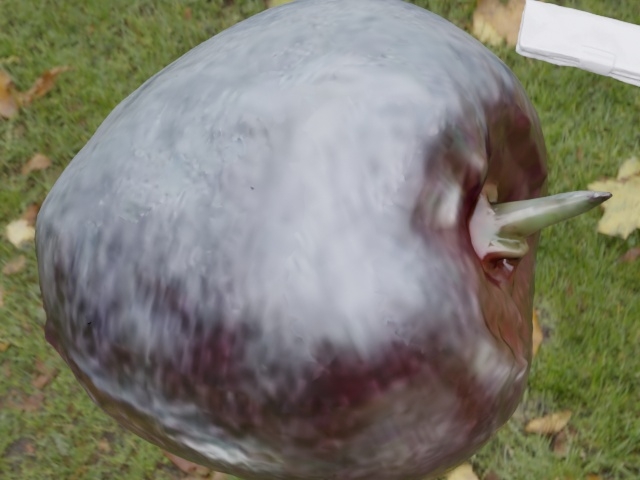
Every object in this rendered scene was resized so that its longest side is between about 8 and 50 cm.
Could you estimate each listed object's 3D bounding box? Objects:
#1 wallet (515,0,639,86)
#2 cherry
[{"bbox_3d":[0.147,-0.104,0.607,0.083,0.011,0.044,15,50,3],"label":"wallet"},{"bbox_3d":[0.000,0.000,0.583,0.296,0.218,0.255,-1,71,21],"label":"cherry"}]
